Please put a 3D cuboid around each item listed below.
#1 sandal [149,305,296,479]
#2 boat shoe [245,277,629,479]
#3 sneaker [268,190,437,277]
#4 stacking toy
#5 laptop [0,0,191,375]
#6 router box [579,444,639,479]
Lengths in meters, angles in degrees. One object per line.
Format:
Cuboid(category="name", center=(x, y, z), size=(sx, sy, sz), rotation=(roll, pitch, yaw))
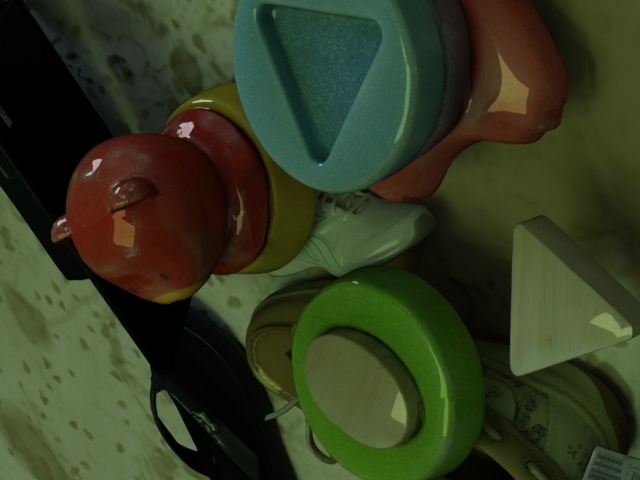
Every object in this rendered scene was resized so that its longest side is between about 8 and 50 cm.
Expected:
Cuboid(category="sandal", center=(-0.075, 0.153, 1.181), size=(0.097, 0.054, 0.254), rotation=(-8, 115, 48))
Cuboid(category="boat shoe", center=(0.050, 0.098, 0.980), size=(0.285, 0.089, 0.104), rotation=(12, 129, 40))
Cuboid(category="sneaker", center=(0.006, -0.013, 0.964), size=(0.152, 0.053, 0.061), rotation=(-4, 115, 47))
Cuboid(category="stacking toy", center=(0.000, 0.000, 0.847), size=(0.309, 0.130, 0.279), rotation=(-40, 74, 45))
Cuboid(category="laptop", center=(-0.203, -0.033, 1.069), size=(0.264, 0.136, 0.234), rotation=(-6, 123, 48))
Cuboid(category="router box", center=(0.240, 0.174, 0.837), size=(0.179, 0.046, 0.133), rotation=(14, 163, 39))
